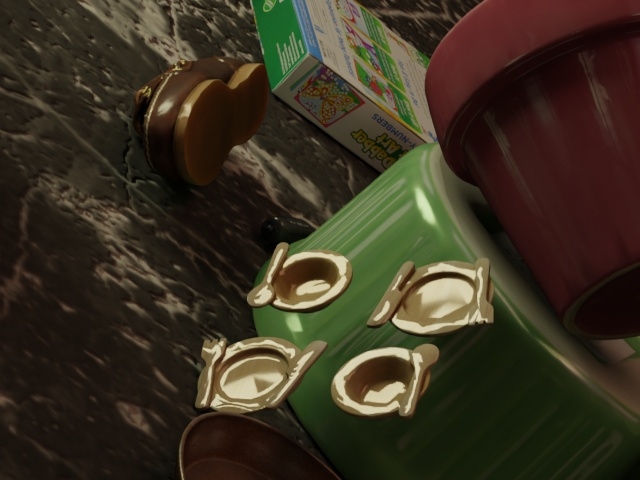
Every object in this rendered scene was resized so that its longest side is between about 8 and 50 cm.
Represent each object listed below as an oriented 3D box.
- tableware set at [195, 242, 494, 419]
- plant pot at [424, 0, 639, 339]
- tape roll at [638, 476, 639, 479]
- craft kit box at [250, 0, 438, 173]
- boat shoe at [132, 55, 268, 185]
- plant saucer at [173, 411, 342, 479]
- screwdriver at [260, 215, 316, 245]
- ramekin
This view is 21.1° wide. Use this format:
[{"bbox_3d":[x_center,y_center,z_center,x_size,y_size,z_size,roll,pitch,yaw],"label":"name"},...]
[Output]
[{"bbox_3d":[0.014,0.052,0.976,0.141,0.168,0.020,-61,145,-44],"label":"tableware set"},{"bbox_3d":[0.181,-0.047,1.038,0.201,0.201,0.180,19,47,-51],"label":"plant pot"},{"bbox_3d":[0.318,0.225,1.064,0.321,0.077,0.321,4,83,-37],"label":"tape roll"},{"bbox_3d":[0.046,-0.146,1.597,0.246,0.061,0.250,32,23,-25],"label":"craft kit box"},{"bbox_3d":[-0.093,-0.085,1.186,0.073,0.073,0.207,8,13,9],"label":"boat shoe"},{"bbox_3d":[-0.016,0.162,0.888,0.168,0.029,0.168,38,20,-17],"label":"plant saucer"},{"bbox_3d":[0.000,0.000,1.268,0.025,0.024,0.170,21,3,23],"label":"screwdriver"},{"bbox_3d":[0.115,0.077,1.141,0.303,0.148,0.303,39,20,-17],"label":"ramekin"}]
